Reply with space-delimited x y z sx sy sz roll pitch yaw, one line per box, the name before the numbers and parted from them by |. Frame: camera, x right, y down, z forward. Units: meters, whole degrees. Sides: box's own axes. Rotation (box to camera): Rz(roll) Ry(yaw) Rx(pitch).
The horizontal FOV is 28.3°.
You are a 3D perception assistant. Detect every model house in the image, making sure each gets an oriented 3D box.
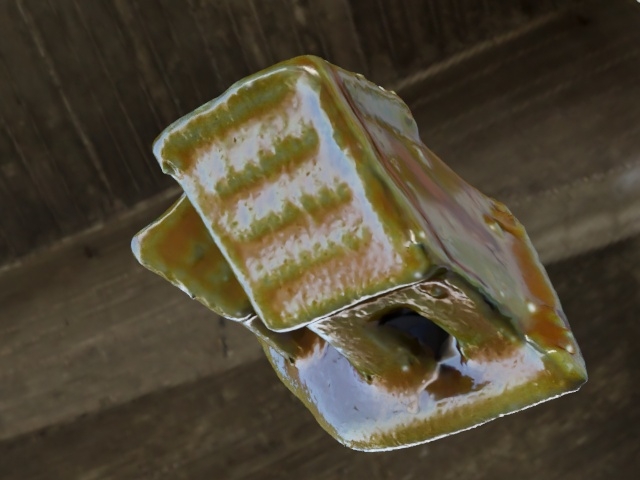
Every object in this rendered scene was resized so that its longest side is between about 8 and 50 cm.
model house | -0.008 0.008 0.780 0.268 0.173 0.239 -25 -50 35

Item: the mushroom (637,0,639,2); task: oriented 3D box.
mushroom | 0.367 -0.304 1.184 0.092 0.081 0.223 12 -35 -14
